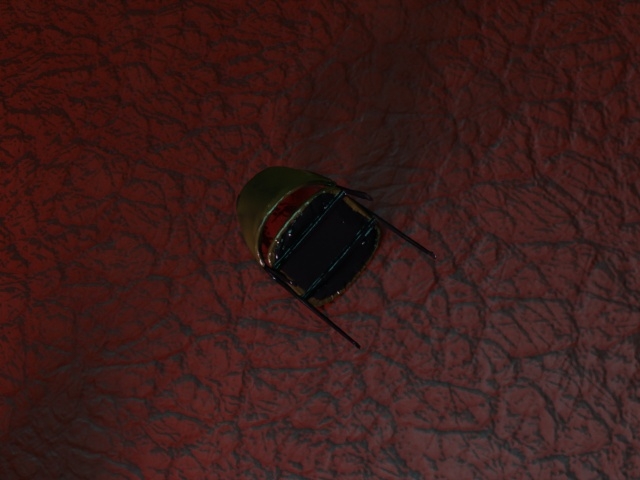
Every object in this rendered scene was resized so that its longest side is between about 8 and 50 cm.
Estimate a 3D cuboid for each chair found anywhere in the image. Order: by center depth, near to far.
[{"bbox_3d":[0.000,0.000,1.449,0.159,0.172,0.247,-49,27,-4],"label":"chair"}]
